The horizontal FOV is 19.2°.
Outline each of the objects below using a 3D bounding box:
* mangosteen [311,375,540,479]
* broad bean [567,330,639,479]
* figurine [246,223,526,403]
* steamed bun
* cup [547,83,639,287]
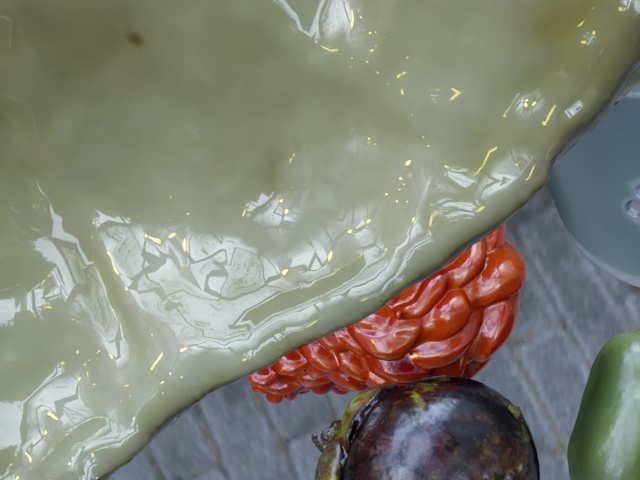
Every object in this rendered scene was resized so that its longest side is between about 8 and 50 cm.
[{"bbox_3d":[0.086,0.210,1.700,0.217,0.192,0.192,15,64,45],"label":"mangosteen"},{"bbox_3d":[0.287,0.168,1.828,0.082,0.124,0.174,29,74,-5],"label":"broad bean"},{"bbox_3d":[-0.004,-0.011,1.838,0.306,0.241,0.412,-41,92,9],"label":"figurine"},{"bbox_3d":[-0.086,-0.078,0.492,0.428,0.247,0.189,-42,23,22],"label":"steamed bun"},{"bbox_3d":[0.275,-0.170,1.173,0.357,0.274,0.259,-24,39,6],"label":"cup"}]
